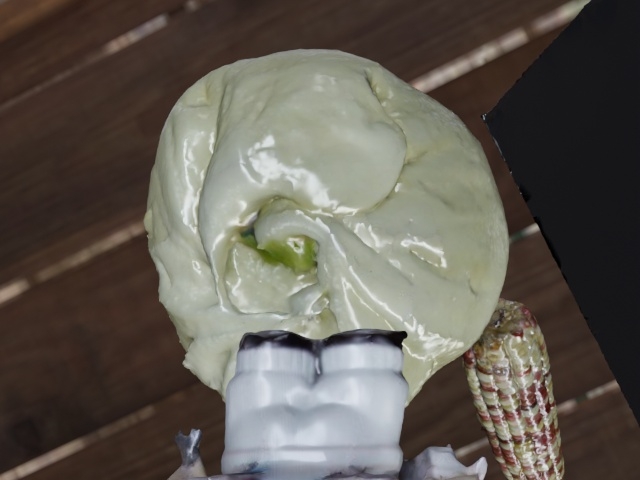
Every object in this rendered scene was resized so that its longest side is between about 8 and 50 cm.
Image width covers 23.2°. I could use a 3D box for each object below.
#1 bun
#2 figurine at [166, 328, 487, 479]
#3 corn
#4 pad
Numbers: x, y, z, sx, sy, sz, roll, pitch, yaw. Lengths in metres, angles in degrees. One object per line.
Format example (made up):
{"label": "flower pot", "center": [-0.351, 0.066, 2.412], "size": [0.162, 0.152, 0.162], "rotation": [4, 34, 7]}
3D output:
{"label": "bun", "center": [0.000, 0.000, 1.021], "size": [0.259, 0.259, 0.160], "rotation": [65, 6, 2]}
{"label": "figurine", "center": [-0.001, 0.140, 0.483], "size": [0.112, 0.137, 0.229], "rotation": [83, 8, -79]}
{"label": "corn", "center": [0.180, 0.151, 1.418], "size": [0.079, 0.079, 0.237], "rotation": [-102, 173, -50]}
{"label": "pad", "center": [0.229, -0.001, 0.798], "size": [0.007, 0.247, 0.368], "rotation": [3, 53, -41]}
